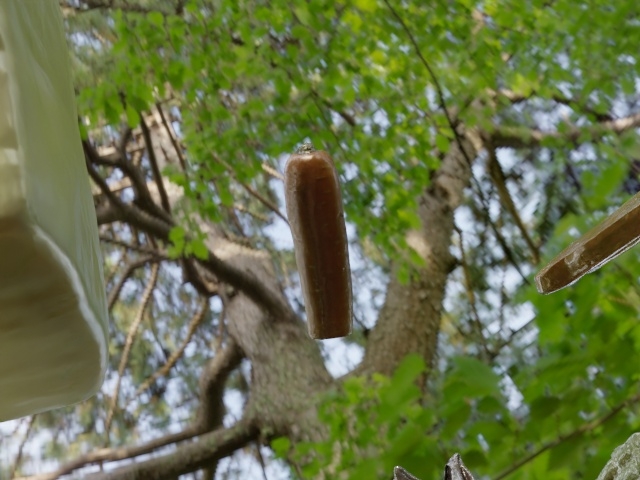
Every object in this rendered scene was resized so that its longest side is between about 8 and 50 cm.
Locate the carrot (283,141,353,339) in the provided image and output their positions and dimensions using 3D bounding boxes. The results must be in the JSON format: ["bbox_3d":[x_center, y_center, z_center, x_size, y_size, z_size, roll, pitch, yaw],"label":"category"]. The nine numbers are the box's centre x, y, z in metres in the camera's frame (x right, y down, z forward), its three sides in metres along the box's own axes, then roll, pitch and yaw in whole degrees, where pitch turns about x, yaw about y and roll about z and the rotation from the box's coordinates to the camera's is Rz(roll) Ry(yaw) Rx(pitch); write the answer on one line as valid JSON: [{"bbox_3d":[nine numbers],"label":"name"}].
[{"bbox_3d":[0.000,0.000,1.324,0.067,0.067,0.225,-11,-76,-11],"label":"carrot"}]

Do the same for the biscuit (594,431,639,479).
[{"bbox_3d":[0.158,0.146,0.555,0.121,0.041,0.199,-3,-39,-25],"label":"biscuit"}]

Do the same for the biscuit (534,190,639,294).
[{"bbox_3d":[0.203,-0.013,0.748,0.023,0.118,0.140,52,-47,5],"label":"biscuit"}]

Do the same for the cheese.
[{"bbox_3d":[-0.190,-0.062,0.609,0.123,0.266,0.242,-13,-23,-4],"label":"cheese"}]

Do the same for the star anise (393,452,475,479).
[{"bbox_3d":[0.196,0.440,1.728,0.198,0.258,0.111,-1,-34,-23],"label":"star anise"}]
